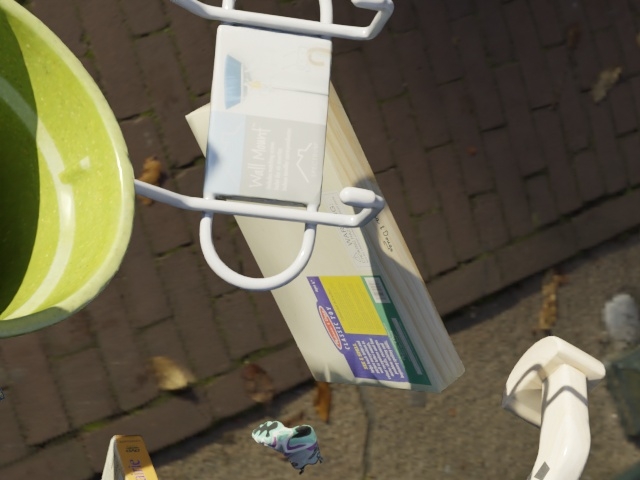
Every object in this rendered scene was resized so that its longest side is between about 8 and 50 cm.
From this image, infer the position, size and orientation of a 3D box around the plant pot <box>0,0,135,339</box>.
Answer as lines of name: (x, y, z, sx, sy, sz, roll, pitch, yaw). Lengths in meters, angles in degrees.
plant pot: (-0.311, -0.010, 0.827, 0.276, 0.254, 0.276, 27, 45, -31)

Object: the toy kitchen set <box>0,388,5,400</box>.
toy kitchen set: (-0.564, 0.185, 1.694, 0.166, 0.122, 0.207, -34, 73, -15)

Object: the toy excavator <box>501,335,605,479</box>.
toy excavator: (0.247, 0.374, 1.476, 0.222, 0.433, 0.445, 31, 100, -13)

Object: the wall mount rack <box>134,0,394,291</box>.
wall mount rack: (-0.089, -0.138, 1.133, 0.304, 0.130, 0.350, 6, 75, -10)

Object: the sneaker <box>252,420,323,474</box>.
sneaker: (-0.040, 0.267, 1.535, 0.038, 0.098, 0.069, -43, 121, -39)

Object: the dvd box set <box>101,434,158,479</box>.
dvd box set: (-0.295, 0.574, 2.005, 0.062, 0.420, 0.307, 0, 123, -26)

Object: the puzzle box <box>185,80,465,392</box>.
puzzle box: (0.000, 0.000, 1.509, 0.052, 0.272, 0.408, -34, 106, -30)
